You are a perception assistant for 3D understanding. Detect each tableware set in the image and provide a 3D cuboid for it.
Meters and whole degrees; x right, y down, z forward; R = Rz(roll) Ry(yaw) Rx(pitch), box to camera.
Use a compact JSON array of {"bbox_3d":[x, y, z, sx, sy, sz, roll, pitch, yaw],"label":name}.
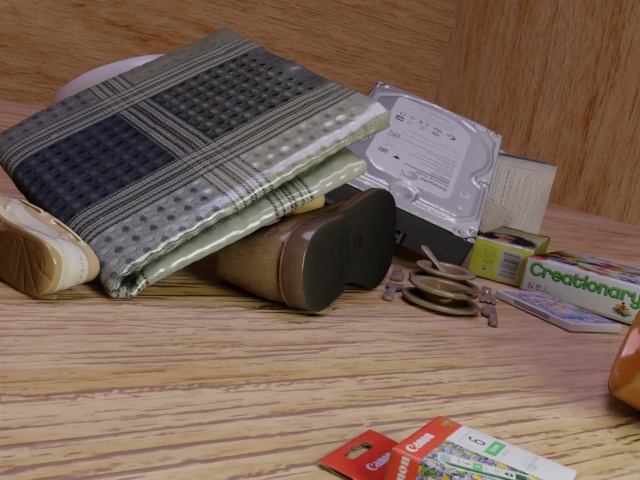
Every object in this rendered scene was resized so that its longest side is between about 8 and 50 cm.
[{"bbox_3d":[0.145,0.045,0.821,0.128,0.039,0.194,13,10,9],"label":"tableware set"}]

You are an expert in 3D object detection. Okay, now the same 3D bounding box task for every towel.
[{"bbox_3d":[-0.135,-0.100,0.723,0.324,0.056,0.312,-33,46,-23],"label":"towel"}]

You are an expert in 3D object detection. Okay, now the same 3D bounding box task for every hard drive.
[{"bbox_3d":[0.143,-0.117,1.078,0.237,0.064,0.339,26,39,5],"label":"hard drive"}]

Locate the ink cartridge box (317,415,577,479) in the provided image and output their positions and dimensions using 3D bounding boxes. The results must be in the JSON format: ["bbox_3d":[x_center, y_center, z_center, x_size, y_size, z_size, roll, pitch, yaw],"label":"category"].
[{"bbox_3d":[0.064,0.115,0.359,0.115,0.029,0.063,18,12,29],"label":"ink cartridge box"}]

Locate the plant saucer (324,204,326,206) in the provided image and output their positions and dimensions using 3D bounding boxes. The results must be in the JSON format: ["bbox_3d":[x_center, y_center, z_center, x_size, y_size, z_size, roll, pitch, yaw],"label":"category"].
[{"bbox_3d":[0.045,-0.062,1.053,0.188,0.045,0.188,36,40,17],"label":"plant saucer"}]

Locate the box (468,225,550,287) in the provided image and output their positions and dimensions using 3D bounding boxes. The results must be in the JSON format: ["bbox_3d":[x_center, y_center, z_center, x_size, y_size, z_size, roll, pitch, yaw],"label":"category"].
[{"bbox_3d":[0.291,0.020,1.080,0.087,0.058,0.232,15,10,20],"label":"box"}]

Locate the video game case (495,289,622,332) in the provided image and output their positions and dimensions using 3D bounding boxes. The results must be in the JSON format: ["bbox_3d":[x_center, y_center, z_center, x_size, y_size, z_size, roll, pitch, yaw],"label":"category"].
[{"bbox_3d":[0.281,0.084,0.845,0.087,0.011,0.122,6,12,-30],"label":"video game case"}]

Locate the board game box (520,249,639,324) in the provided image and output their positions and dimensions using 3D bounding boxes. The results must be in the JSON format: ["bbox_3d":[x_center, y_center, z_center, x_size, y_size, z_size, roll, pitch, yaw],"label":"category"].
[{"bbox_3d":[0.443,0.079,0.937,0.305,0.053,0.193,17,11,30],"label":"board game box"}]

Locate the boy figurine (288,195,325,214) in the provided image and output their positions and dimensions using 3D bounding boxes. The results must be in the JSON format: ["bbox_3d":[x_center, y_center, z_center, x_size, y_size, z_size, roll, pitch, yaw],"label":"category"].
[{"bbox_3d":[-0.125,-0.084,0.865,0.285,0.177,0.092,2,42,-23],"label":"boy figurine"}]

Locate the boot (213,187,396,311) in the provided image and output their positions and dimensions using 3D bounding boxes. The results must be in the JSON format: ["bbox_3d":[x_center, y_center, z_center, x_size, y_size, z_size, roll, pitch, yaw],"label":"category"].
[{"bbox_3d":[0.000,0.000,0.750,0.115,0.112,0.305,5,8,25],"label":"boot"}]

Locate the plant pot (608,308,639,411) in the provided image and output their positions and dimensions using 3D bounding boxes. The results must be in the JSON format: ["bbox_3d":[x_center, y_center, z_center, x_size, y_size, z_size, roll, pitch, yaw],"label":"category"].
[{"bbox_3d":[0.346,0.074,0.506,0.188,0.205,0.205,31,15,16],"label":"plant pot"}]

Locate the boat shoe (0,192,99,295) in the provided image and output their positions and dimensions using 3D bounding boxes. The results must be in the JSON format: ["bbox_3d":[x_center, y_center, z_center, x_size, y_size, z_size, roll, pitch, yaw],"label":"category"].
[{"bbox_3d":[-0.248,-0.001,0.585,0.170,0.063,0.059,29,15,31],"label":"boat shoe"}]

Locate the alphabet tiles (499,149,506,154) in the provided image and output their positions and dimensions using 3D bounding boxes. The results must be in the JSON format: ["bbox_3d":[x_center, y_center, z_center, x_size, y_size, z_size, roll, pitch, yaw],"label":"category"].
[{"bbox_3d":[0.279,-0.150,1.634,0.284,0.021,0.278,-8,-21,-8],"label":"alphabet tiles"}]

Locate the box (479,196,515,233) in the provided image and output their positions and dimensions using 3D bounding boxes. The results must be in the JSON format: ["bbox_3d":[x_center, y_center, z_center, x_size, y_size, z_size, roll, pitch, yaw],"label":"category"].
[{"bbox_3d":[0.266,-0.068,1.306,0.063,0.067,0.324,33,9,37],"label":"box"}]

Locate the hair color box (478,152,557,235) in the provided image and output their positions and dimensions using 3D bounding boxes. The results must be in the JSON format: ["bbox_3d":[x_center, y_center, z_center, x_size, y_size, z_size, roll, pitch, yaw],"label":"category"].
[{"bbox_3d":[0.329,-0.106,1.494,0.347,0.173,0.105,5,13,-34],"label":"hair color box"}]

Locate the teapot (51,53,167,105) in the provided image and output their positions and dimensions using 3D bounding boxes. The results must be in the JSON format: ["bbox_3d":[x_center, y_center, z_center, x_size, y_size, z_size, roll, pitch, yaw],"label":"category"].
[{"bbox_3d":[-0.258,-0.145,1.049,0.256,0.187,0.252,-19,0,-39],"label":"teapot"}]
